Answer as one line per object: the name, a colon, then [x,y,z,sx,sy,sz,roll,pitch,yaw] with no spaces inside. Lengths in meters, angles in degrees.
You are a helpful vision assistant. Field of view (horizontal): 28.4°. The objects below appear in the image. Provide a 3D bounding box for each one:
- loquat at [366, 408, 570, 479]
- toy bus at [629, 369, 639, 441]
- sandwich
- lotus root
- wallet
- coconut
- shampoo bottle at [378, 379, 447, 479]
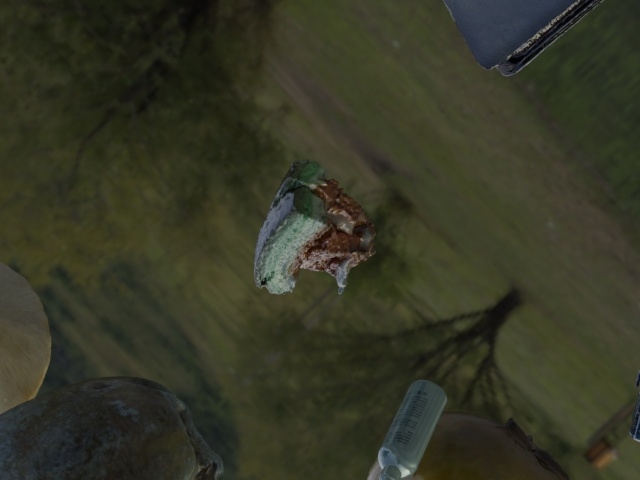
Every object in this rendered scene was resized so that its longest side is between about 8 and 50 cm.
loquat: [0.206,0.422,1.858,0.328,0.359,0.328,33,-174,-4]
toy bus: [0.304,0.101,1.088,0.047,0.165,0.065,12,-155,11]
sandwich: [0.001,-0.006,1.645,0.160,0.184,0.109,13,-129,-9]
lotus root: [-0.214,0.203,0.808,0.140,0.322,0.158,49,164,41]
wallet: [0.167,-0.207,0.838,0.031,0.198,0.110,11,-132,-48]
coconut: [-0.491,0.150,1.615,0.329,0.329,0.329,47,-178,-2]
shampoo bottle: [0.109,0.265,1.640,0.056,0.056,0.195,46,-135,-14]
